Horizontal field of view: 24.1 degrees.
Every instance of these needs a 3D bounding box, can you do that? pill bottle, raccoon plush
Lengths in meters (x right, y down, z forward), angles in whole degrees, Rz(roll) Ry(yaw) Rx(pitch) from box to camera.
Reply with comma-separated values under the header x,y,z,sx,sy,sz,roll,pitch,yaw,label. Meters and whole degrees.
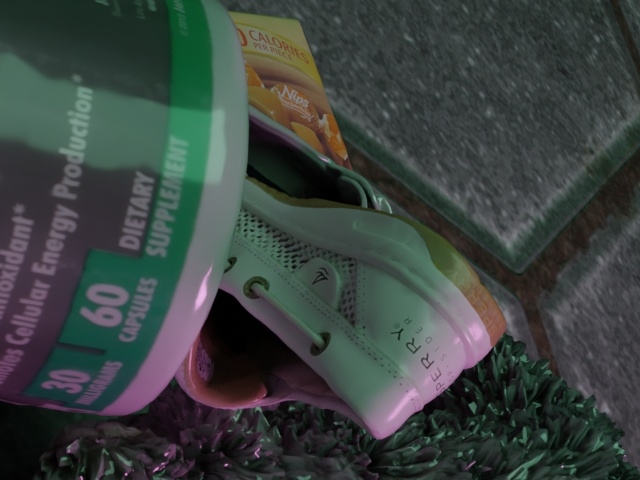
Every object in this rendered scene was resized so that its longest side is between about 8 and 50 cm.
x,y,z,sx,sy,sz,roll,pitch,yaw,label
-0.230,-0.050,0.621,0.361,0.204,0.204,12,54,-24,pill bottle
0.062,0.152,0.727,0.299,0.447,0.216,-5,90,-57,raccoon plush

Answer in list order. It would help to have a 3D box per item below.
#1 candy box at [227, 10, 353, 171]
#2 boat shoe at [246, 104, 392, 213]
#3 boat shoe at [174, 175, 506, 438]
x,y,z,sx,sy,sz,roll,pitch,yaw,label
-0.109,-0.051,0.923,0.316,0.088,0.182,-4,70,-51,candy box
0.000,0.000,0.881,0.258,0.084,0.095,30,50,-40,boat shoe
-0.037,0.031,0.703,0.096,0.277,0.098,-48,117,-19,boat shoe
